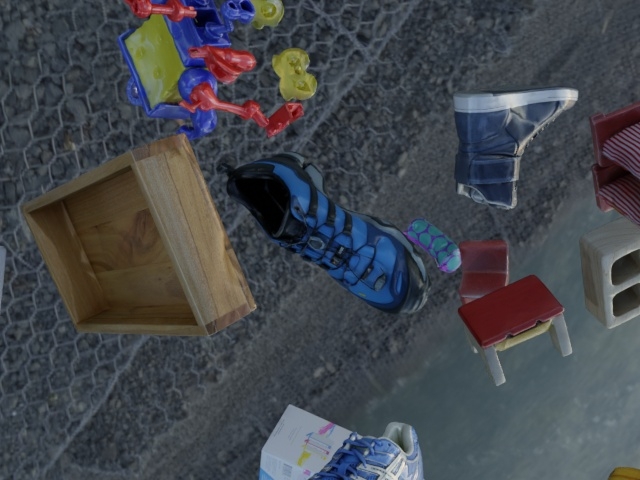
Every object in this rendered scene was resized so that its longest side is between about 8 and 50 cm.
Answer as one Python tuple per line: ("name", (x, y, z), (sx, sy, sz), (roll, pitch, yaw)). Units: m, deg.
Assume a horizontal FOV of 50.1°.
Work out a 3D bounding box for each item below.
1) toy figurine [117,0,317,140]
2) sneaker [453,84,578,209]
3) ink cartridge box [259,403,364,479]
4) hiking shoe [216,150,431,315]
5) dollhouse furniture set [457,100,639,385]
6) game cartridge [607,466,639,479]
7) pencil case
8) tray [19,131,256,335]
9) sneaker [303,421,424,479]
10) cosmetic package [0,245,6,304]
("toy figurine", (-0.187, -0.237, 0.753), (0.191, 0.217, 0.363), (-17, 79, -46))
("sneaker", (0.269, -0.132, 0.950), (0.226, 0.086, 0.164), (-14, 109, -32))
("ink cartridge box", (-0.004, 0.319, 0.975), (0.090, 0.143, 0.092), (-54, 160, -48))
("hiking shoe", (0.000, 0.000, 0.876), (0.132, 0.304, 0.113), (-15, 137, -51))
("dollhouse furniture set", (0.316, -0.016, 0.813), (0.373, 0.201, 0.152), (-23, 127, -3))
("game cartridge", (0.266, 0.254, 0.268), (0.052, 0.285, 0.324), (-25, 110, -47))
("pencil case", (0.271, 0.010, 1.639), (0.070, 0.152, 0.065), (-31, 137, -14))
("tray", (-0.248, 0.012, 0.860), (0.076, 0.410, 0.203), (-28, 102, -37))
("sneaker", (0.022, 0.208, 0.584), (0.211, 0.080, 0.081), (6, 84, -56))
("cosmetic package", (-0.481, 0.184, 0.759), (0.196, 0.366, 0.155), (-23, 152, 33))
